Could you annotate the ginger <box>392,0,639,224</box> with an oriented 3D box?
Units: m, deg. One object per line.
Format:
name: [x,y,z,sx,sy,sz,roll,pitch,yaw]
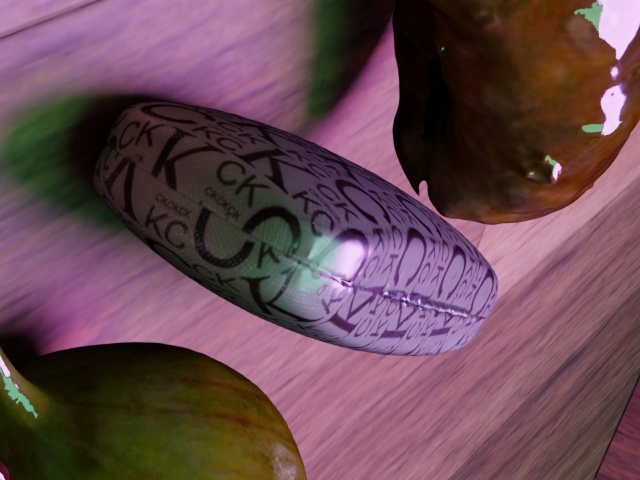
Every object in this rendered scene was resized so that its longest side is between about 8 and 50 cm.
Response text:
ginger: [0.103,-0.146,0.982,0.172,0.165,0.321,-28,138,-10]

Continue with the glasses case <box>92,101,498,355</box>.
glasses case: [0.000,0.000,0.953,0.085,0.137,0.355,-62,162,4]

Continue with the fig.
fig: [-0.107,0.094,0.822,0.151,0.151,0.259,-57,148,-12]

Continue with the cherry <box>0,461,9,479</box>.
cherry: [-0.190,0.135,0.598,0.192,0.175,0.249,-57,167,-53]
